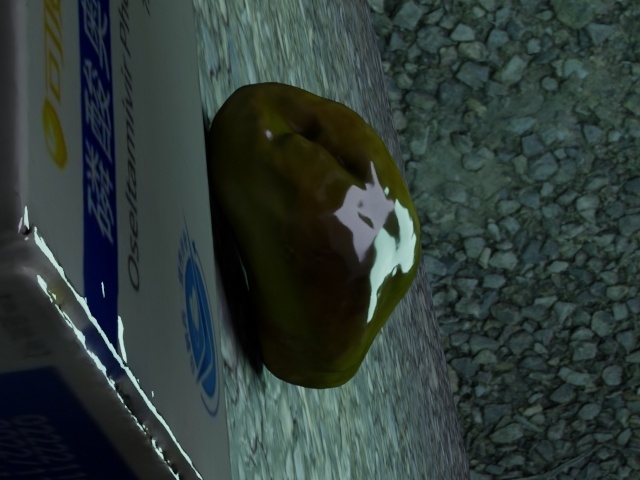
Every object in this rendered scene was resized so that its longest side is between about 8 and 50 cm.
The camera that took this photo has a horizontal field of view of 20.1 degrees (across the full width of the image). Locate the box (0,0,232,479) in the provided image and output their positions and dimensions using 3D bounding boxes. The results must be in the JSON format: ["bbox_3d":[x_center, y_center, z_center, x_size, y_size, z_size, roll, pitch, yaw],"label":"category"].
[{"bbox_3d":[-0.086,-0.094,0.523,0.200,0.065,0.343,70,12,-60],"label":"box"}]

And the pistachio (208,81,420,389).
[{"bbox_3d":[0.003,0.000,0.986,0.100,0.110,0.189,28,-44,57],"label":"pistachio"}]
